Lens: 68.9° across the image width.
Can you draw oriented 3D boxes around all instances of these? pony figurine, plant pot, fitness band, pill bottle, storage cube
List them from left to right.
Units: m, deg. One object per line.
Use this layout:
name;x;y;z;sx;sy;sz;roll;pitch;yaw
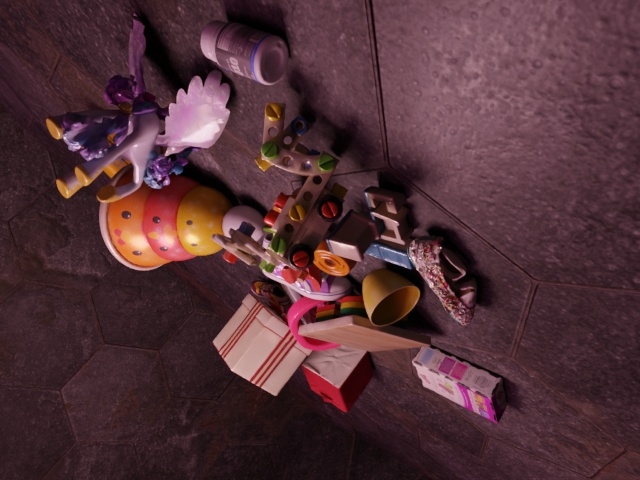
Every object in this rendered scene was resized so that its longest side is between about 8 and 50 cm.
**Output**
pony figurine;-0.389;-0.253;1.024;0.303;0.363;0.351;43;142;10
pill bottle;-0.128;-0.316;0.775;0.137;0.078;0.078;28;154;25
fitness band;0.014;0.248;1.428;0.291;0.209;0.054;67;-175;-50
storage cube;0.068;0.492;1.766;0.183;0.215;0.193;24;146;33
plant pot;0.153;0.122;1.105;0.095;0.134;0.134;56;171;39

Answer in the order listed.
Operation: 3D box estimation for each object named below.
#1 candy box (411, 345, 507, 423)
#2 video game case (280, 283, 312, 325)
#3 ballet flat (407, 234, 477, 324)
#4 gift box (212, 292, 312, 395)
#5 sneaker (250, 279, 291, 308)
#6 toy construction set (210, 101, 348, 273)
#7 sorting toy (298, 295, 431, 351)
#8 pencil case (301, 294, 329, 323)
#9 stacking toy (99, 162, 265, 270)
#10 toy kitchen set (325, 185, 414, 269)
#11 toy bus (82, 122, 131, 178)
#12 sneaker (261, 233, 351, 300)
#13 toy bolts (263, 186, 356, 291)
candy box;0.383;0.390;1.286;0.233;0.071;0.159;18;149;39
video game case;-0.092;0.175;1.541;0.227;0.026;0.206;57;168;26
ballet flat;0.259;0.081;0.917;0.077;0.091;0.241;-22;123;36
gift box;-0.186;0.358;1.669;0.276;0.258;0.255;41;173;-37
sneaker;-0.192;0.188;1.795;0.185;0.069;0.084;23;144;19
toy construction set;-0.077;-0.068;0.871;0.215;0.328;0.151;30;-160;-4
sorting toy;0.117;0.224;1.253;0.257;0.089;0.255;20;155;-28
pencil case;-0.008;0.205;1.509;0.209;0.095;0.098;75;180;-57
stacking toy;-0.379;-0.068;1.411;0.480;0.351;0.351;4;141;26
toy kitchen set;0.090;0.007;0.917;0.122;0.166;0.207;20;150;37
toy bus;-0.654;-0.250;1.603;0.333;0.130;0.108;50;155;-22
sneaker;-0.042;0.062;1.301;0.282;0.102;0.161;17;128;14
toy bolts;0.000;0.000;1.075;0.218;0.158;0.228;17;148;16
